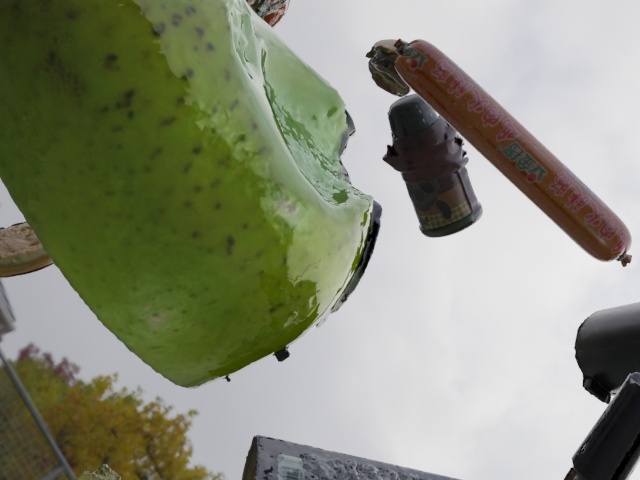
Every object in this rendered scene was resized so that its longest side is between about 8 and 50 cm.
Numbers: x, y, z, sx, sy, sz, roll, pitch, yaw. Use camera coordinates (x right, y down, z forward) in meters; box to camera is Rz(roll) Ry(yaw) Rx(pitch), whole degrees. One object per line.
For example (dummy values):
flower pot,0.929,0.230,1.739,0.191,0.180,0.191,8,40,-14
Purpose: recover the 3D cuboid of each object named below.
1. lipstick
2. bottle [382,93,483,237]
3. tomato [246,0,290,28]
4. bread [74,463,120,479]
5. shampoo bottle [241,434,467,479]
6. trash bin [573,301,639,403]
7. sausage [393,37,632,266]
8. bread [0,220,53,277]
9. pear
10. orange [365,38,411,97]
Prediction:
lipstick,0.365,0.372,1.068,0.077,0.077,0.419,35,-69,28
bottle,0.207,-0.148,1.449,0.156,0.143,0.271,-22,-75,8
tomato,-0.119,-0.332,0.967,0.167,0.167,0.167,28,-46,34
bread,-0.377,0.421,1.247,0.049,0.088,0.226,42,-34,10
shampoo bottle,0.088,0.236,0.607,0.309,0.098,0.071,14,-70,-9
trash bin,0.675,0.216,1.512,0.203,0.252,0.301,42,-15,0
sausage,0.208,-0.093,0.803,0.348,0.053,0.053,42,-37,-4
bread,-0.290,0.003,0.729,0.110,0.110,0.025,19,-52,40
pear,-0.090,-0.086,0.468,0.159,0.292,0.292,-29,-88,14
orange,0.181,-0.412,1.772,0.170,0.112,0.160,53,0,34
